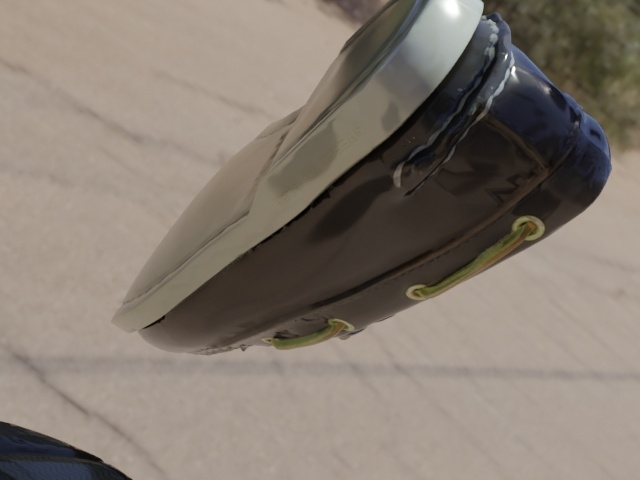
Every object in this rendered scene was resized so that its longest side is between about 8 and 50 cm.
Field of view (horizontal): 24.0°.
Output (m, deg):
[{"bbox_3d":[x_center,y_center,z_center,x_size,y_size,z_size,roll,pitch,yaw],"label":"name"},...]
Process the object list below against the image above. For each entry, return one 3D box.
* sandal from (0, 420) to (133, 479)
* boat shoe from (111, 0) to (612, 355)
[{"bbox_3d":[-0.144,0.102,0.373,0.219,0.060,0.090,-20,41,-35],"label":"sandal"},{"bbox_3d":[0.000,0.000,0.461,0.068,0.081,0.227,37,-28,-10],"label":"boat shoe"}]
